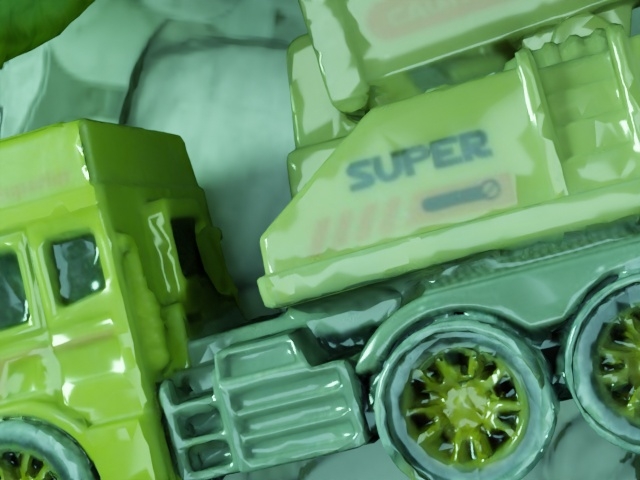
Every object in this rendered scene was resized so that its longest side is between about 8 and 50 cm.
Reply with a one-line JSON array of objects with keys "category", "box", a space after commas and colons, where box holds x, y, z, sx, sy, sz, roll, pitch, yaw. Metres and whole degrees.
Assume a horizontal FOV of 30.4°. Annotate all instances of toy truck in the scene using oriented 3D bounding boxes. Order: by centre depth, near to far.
[{"category": "toy truck", "box": [0.000, 0.000, 0.366, 0.272, 0.124, 0.157, -15, 87, 13]}]

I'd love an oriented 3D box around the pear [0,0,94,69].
[{"category": "pear", "box": [-0.195, -0.220, 0.289, 0.318, 0.238, 0.342, 21, 135, 10]}]
